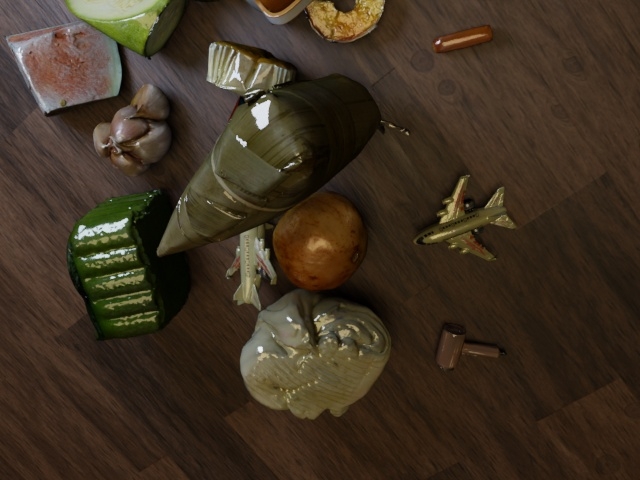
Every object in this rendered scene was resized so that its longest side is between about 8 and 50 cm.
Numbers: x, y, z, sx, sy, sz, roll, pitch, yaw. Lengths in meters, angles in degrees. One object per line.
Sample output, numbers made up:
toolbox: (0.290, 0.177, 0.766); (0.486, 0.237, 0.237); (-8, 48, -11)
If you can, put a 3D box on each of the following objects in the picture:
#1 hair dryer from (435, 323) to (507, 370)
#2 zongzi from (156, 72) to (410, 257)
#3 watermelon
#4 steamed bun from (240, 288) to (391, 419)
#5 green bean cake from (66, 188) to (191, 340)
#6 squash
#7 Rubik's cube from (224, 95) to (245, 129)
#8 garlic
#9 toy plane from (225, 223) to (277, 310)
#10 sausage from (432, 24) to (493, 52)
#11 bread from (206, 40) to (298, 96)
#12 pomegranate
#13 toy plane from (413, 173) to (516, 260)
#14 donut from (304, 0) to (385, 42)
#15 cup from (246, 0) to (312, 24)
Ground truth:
hair dryer: (0.402, 0.293, 1.501); (0.182, 0.064, 0.117); (9, 110, 0)
zongzi: (-0.100, -0.173, 1.262); (0.467, 0.500, 0.218); (-31, 93, 35)
watermelon: (-0.619, -0.421, 1.344); (0.262, 0.201, 0.212); (-16, 106, 4)
steamed bun: (-0.026, 0.270, 1.454); (0.339, 0.247, 0.352); (24, 117, -20)
green bean cake: (-0.476, 0.053, 1.417); (0.218, 0.335, 0.319); (-10, 104, 2)
squash: (-0.456, -0.553, 1.279); (0.260, 0.189, 0.189); (35, 109, -7)
Rubik's cube: (-0.220, -0.241, 1.420); (0.250, 0.284, 0.234); (0, 89, 42)
garlic: (-0.443, -0.263, 1.396); (0.214, 0.191, 0.160); (-35, 125, 6)
toy plane: (-0.173, 0.046, 1.457); (0.104, 0.242, 0.256); (15, 83, -35)
sausage: (0.319, -0.453, 1.276); (0.131, 0.041, 0.039); (-10, 111, 11)
bread: (-0.151, -0.381, 1.284); (0.192, 0.210, 0.109); (20, 105, 1)
pomegranate: (0.000, 0.000, 1.379); (0.248, 0.248, 0.248); (2, 108, 8)
toy plane: (0.343, -0.040, 1.382); (0.244, 0.092, 0.229); (-18, 106, 15)
donut: (0.062, -0.521, 1.278); (0.181, 0.078, 0.146); (-33, 101, 10)
cup: (-0.063, -0.589, 1.212); (0.264, 0.182, 0.226); (-33, 66, 11)
